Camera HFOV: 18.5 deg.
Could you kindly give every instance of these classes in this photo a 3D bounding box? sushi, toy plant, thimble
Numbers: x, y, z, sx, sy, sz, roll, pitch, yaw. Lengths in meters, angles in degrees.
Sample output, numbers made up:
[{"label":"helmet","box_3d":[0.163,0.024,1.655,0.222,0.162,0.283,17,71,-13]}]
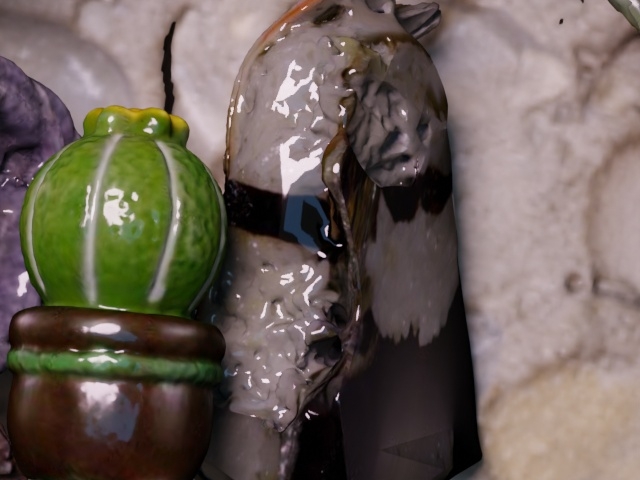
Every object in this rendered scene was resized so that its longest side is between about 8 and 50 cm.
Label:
[{"label":"sushi","box_3d":[-0.009,-0.009,0.901,0.109,0.134,0.273,-3,94,29]},{"label":"toy plant","box_3d":[-0.085,0.023,0.837,0.093,0.093,0.162,4,81,-2]},{"label":"thimble","box_3d":[-0.178,-0.012,0.870,0.098,0.150,0.150,1,83,33]}]

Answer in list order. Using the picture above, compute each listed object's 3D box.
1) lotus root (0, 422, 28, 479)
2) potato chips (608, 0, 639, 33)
[{"label":"lotus root","box_3d":[-0.280,0.152,0.884,0.329,0.078,0.167,-12,108,-1]},{"label":"potato chips","box_3d":[0.246,-0.192,0.882,0.389,0.097,0.373,-25,91,-26]}]
